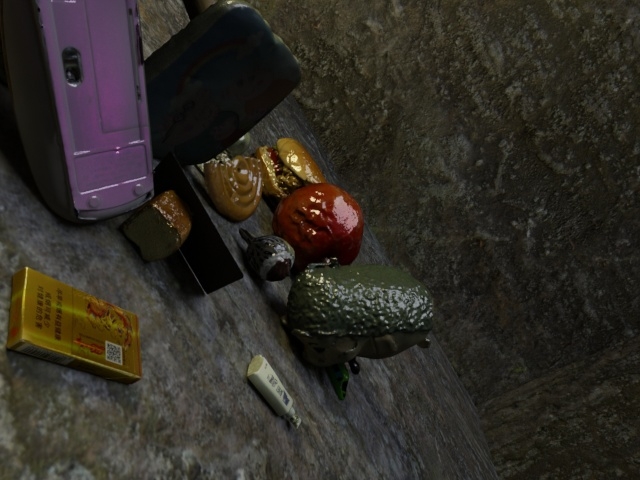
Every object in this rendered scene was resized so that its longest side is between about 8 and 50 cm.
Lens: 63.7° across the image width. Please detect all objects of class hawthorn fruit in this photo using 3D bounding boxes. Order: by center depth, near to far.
[{"bbox_3d":[0.000,0.000,1.300,0.242,0.241,0.272,41,32,-55],"label":"hawthorn fruit"}]

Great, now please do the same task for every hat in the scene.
[{"bbox_3d":[-0.221,-0.238,1.186,0.252,0.110,0.252,55,15,-22],"label":"hat"}]

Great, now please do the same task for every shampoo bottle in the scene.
[{"bbox_3d":[-0.074,0.259,0.868,0.141,0.034,0.049,58,8,-19],"label":"shampoo bottle"}]

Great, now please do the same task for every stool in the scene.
[{"bbox_3d":[-0.233,-0.320,0.910,0.226,0.310,0.310,57,11,15],"label":"stool"}]

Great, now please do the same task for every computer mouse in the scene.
[{"bbox_3d":[-0.274,-0.173,0.612,0.158,0.071,0.311,-27,128,-46],"label":"computer mouse"}]

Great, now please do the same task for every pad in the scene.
[{"bbox_3d":[-0.201,-0.020,0.796,0.003,0.143,0.211,-32,95,-39],"label":"pad"}]

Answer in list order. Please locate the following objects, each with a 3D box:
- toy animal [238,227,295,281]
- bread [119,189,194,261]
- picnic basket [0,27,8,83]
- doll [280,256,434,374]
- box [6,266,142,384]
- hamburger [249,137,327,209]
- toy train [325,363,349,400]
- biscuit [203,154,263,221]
[{"bbox_3d":[-0.116,0.030,1.073,0.137,0.098,0.098,37,22,-22],"label":"toy animal"},{"bbox_3d":[-0.232,-0.021,0.747,0.077,0.083,0.070,53,24,-16],"label":"bread"},{"bbox_3d":[-0.353,-0.303,0.643,0.134,0.196,0.154,64,14,23],"label":"picnic basket"},{"bbox_3d":[0.080,0.165,1.129,0.349,0.247,0.247,15,41,-35],"label":"doll"},{"bbox_3d":[-0.255,0.096,0.552,0.156,0.022,0.089,43,23,-53],"label":"box"},{"bbox_3d":[-0.079,-0.182,1.478,0.244,0.163,0.244,53,16,-22],"label":"hamburger"},{"bbox_3d":[0.026,0.266,1.206,0.209,0.042,0.044,65,14,17],"label":"toy train"},{"bbox_3d":[-0.178,-0.113,1.127,0.224,0.033,0.145,-20,106,-67],"label":"biscuit"}]
